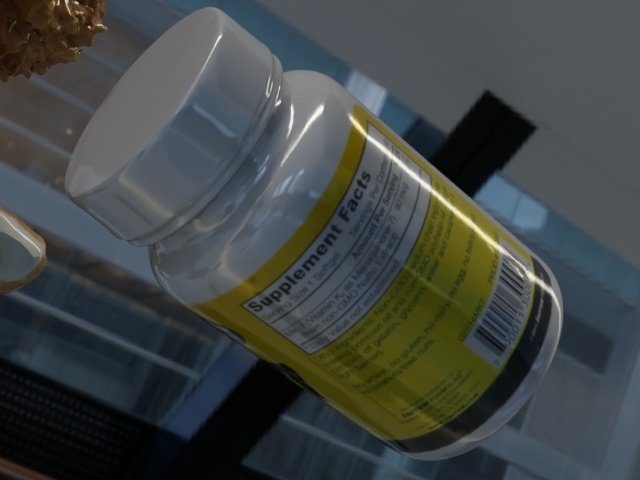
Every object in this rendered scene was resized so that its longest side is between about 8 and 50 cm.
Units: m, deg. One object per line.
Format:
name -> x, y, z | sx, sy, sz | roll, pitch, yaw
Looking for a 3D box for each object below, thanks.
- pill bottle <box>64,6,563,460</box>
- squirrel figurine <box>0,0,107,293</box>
pill bottle -> 0.000, 0.000, 0.505 | 0.208, 0.119, 0.119 | 38, -20, -26
squirrel figurine -> -0.227, -0.144, 0.536 | 0.281, 0.397, 0.370 | -11, -73, 44
